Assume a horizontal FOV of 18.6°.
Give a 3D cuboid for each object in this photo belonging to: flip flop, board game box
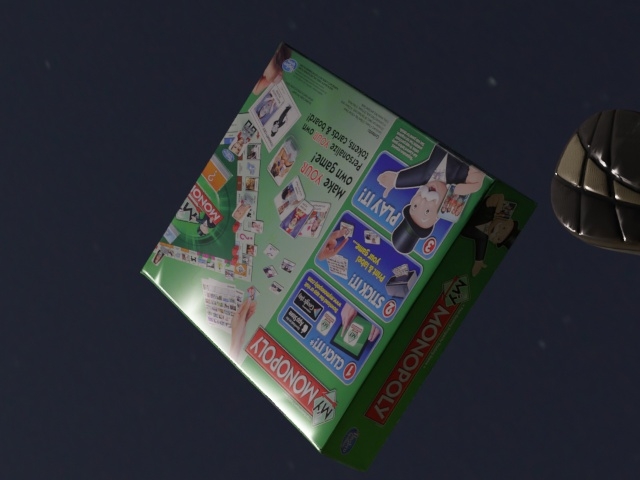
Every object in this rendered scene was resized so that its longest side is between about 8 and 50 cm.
[{"bbox_3d":[0.288,-0.026,1.483,0.080,0.277,0.112,32,-102,-45],"label":"flip flop"},{"bbox_3d":[0.000,0.000,1.391,0.046,0.317,0.213,28,-83,-35],"label":"board game box"}]
